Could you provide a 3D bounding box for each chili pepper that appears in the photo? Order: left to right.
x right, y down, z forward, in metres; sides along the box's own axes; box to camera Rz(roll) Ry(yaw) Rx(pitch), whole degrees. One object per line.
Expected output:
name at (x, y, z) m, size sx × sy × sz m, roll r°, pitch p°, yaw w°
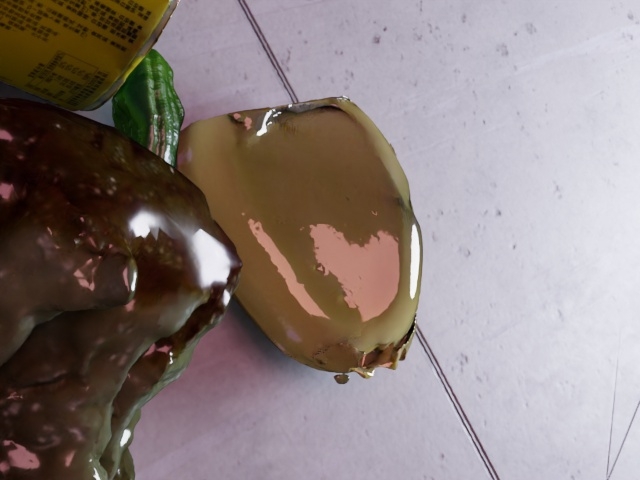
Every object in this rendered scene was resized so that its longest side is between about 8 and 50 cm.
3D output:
chili pepper at (-0.183, -0.098, 1.047) m, size 0.074 × 0.100 × 0.256 m, roll 12°, pitch 67°, yaw -29°

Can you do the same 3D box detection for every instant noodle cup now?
instant noodle cup at (-0.273, -0.283, 0.951) m, size 0.254 × 0.326 × 0.325 m, roll 29°, pitch 57°, yaw -28°

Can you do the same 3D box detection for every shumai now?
shumai at (-0.224, 0.068, 0.759) m, size 0.397 × 0.323 × 0.324 m, roll 48°, pitch 20°, yaw -9°

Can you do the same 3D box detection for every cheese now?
cheese at (0.000, 0.000, 1.100) m, size 0.260 × 0.128 × 0.315 m, roll -20°, pitch 75°, yaw -28°
